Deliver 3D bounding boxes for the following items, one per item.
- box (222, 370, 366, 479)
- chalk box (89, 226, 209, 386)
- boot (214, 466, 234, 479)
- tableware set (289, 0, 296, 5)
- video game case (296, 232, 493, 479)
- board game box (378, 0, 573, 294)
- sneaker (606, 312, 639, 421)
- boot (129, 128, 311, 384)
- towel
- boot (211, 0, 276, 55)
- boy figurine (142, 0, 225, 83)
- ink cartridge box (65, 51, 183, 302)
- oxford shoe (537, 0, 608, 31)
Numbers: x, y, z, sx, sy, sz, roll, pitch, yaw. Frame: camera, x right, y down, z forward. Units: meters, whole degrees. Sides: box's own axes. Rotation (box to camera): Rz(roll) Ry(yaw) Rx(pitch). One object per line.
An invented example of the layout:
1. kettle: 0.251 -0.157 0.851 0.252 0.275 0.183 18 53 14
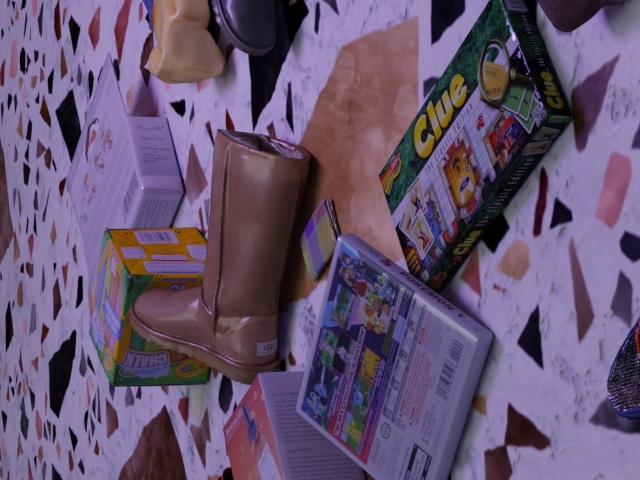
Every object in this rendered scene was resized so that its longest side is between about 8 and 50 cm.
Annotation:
1. box: -0.026 0.238 1.499 0.130 0.091 0.170 121 141 -49
2. chalk box: -0.215 0.105 1.868 0.132 0.132 0.213 -127 42 -53
3. boot: -0.138 0.331 1.762 0.244 0.088 0.176 31 118 53
4. tableware set: -0.036 -0.344 1.600 0.141 0.020 0.168 -156 68 -64
5. video game case: 0.061 0.122 1.319 0.183 0.023 0.201 37 126 36
6. board game box: 0.124 -0.078 1.240 0.259 0.030 0.136 121 144 -49
7. sneaker: 0.233 0.037 0.928 0.221 0.087 0.083 113 148 -41
8. boot: -0.115 0.002 1.659 0.236 0.089 0.269 20 113 34
9. towel: 0.000 0.000 1.537 0.083 0.009 0.060 122 140 -51
10. boot: -0.046 -0.320 1.541 0.208 0.076 0.189 -30 70 52
11. boy figurine: -0.194 -0.280 1.870 0.285 0.092 0.177 -112 35 -46
12. ink cartridge box: -0.288 -0.078 2.107 0.296 0.066 0.261 119 143 -46
13. oxford shoe: 0.151 -0.278 1.103 0.098 0.097 0.271 113 147 -52
